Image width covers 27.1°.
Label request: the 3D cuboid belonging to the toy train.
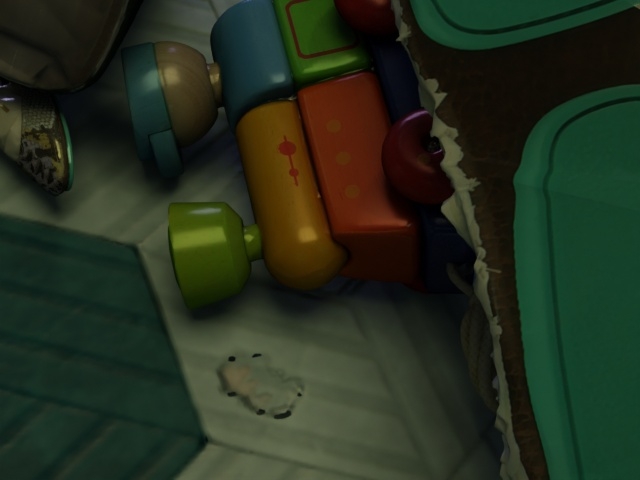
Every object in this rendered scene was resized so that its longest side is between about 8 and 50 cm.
[{"bbox_3d":[0.000,0.000,0.567,0.143,0.105,0.248,-13,62,-2],"label":"toy train"}]

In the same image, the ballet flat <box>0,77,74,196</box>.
[{"bbox_3d":[-0.140,-0.063,0.612,0.041,0.041,0.114,-6,49,-15],"label":"ballet flat"}]

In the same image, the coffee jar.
[{"bbox_3d":[-0.107,-0.150,0.621,0.079,0.096,0.184,24,32,-8],"label":"coffee jar"}]

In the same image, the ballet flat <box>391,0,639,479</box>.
[{"bbox_3d":[0.106,-0.049,0.503,0.146,0.147,0.409,0,75,-11],"label":"ballet flat"}]
